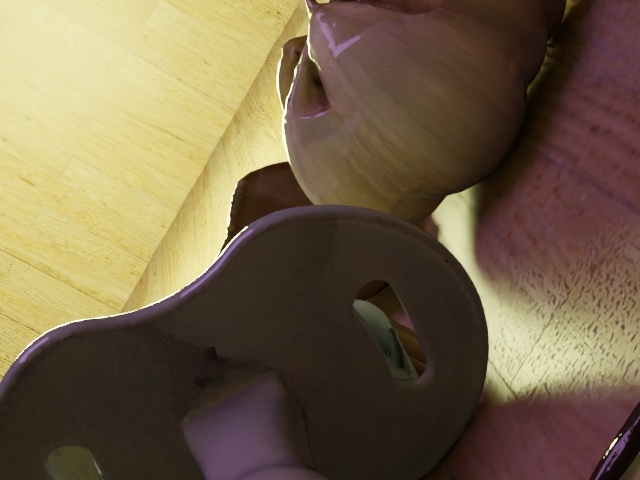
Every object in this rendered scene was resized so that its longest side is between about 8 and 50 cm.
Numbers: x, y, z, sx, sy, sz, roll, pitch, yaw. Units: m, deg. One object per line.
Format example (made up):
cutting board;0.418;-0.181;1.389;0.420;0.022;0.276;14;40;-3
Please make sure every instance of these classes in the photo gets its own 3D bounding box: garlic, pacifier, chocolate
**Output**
garlic;0.073;-0.141;0.950;0.281;0.203;0.185;-57;31;1
pacifier;-0.029;0.129;0.696;0.299;0.244;0.233;-28;27;3
chocolate;0.000;0.001;1.105;0.261;0.161;0.083;-78;-17;-67

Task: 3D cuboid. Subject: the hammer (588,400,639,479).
hammer;0.105;0.143;0.585;0.292;0.029;0.058;-58;15;6

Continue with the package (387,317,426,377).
package;0.025;0.105;0.872;0.131;0.071;0.047;-46;22;45

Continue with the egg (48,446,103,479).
egg;-0.222;0.255;1.023;0.288;0.287;0.379;-65;13;-16
